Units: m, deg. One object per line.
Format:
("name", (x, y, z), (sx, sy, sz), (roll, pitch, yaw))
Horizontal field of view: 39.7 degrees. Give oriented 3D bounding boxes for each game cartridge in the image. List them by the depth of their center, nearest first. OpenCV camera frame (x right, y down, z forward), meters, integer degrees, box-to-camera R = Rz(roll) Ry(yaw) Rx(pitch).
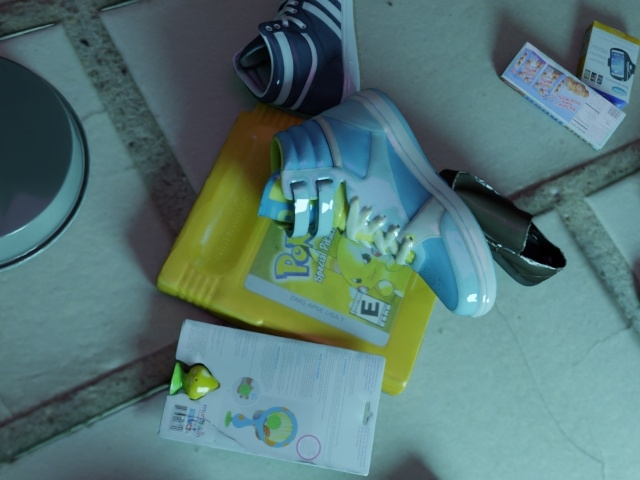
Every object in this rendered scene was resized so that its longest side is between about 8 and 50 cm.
("game cartridge", (0.000, 0.000, 1.104), (0.323, 0.053, 0.285), (25, 65, -5))

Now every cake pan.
("cake pan", (-0.419, -0.102, 1.036), (0.293, 0.054, 0.293), (5, 68, -12))

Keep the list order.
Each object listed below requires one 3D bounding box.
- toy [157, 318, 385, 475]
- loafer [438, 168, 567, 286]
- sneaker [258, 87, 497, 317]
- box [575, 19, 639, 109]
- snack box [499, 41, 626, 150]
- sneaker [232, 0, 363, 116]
("toy", (-0.055, 0.181, 1.016), (0.237, 0.056, 0.137), (12, 71, -4))
("loafer", (0.233, -0.023, 1.119), (0.220, 0.078, 0.080), (34, 63, -25))
("sneaker", (0.049, -0.018, 1.034), (0.208, 0.127, 0.319), (-22, 65, -22))
("box", (0.428, -0.257, 1.327), (0.081, 0.028, 0.136), (22, 68, -5))
("snack box", (0.349, -0.208, 1.278), (0.178, 0.022, 0.064), (37, 89, 2))
("sneaker", (-0.038, -0.293, 1.163), (0.153, 0.099, 0.282), (4, 67, -29))
